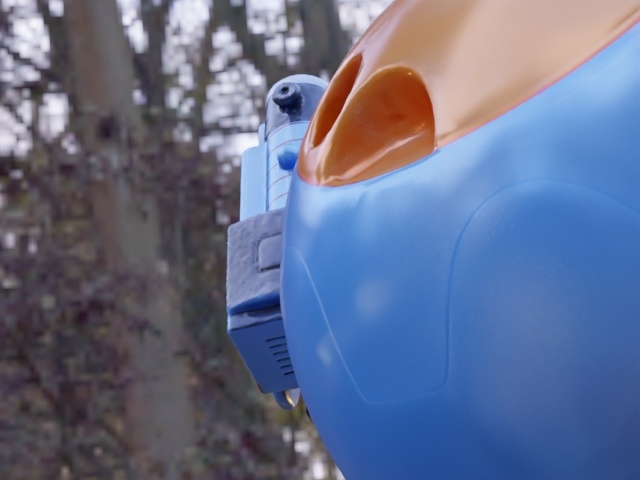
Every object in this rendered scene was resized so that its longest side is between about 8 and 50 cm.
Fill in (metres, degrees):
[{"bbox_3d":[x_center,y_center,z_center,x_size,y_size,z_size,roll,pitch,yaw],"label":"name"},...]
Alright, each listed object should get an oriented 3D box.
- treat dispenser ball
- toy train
[{"bbox_3d":[0.127,0.011,0.711,0.288,0.288,0.288,-5,-19,-2],"label":"treat dispenser ball"},{"bbox_3d":[0.000,0.000,0.892,0.080,0.184,0.105,-10,-41,12],"label":"toy train"}]
